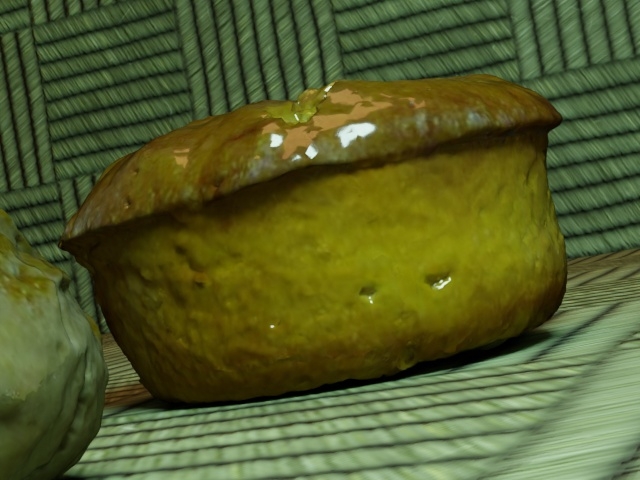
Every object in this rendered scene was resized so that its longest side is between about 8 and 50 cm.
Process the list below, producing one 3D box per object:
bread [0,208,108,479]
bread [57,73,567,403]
[{"bbox_3d":[-0.194,0.047,0.442,0.230,0.123,0.230,-12,-2,0],"label":"bread"},{"bbox_3d":[0.004,-0.001,0.757,0.312,0.172,0.312,-14,-2,-1],"label":"bread"}]
